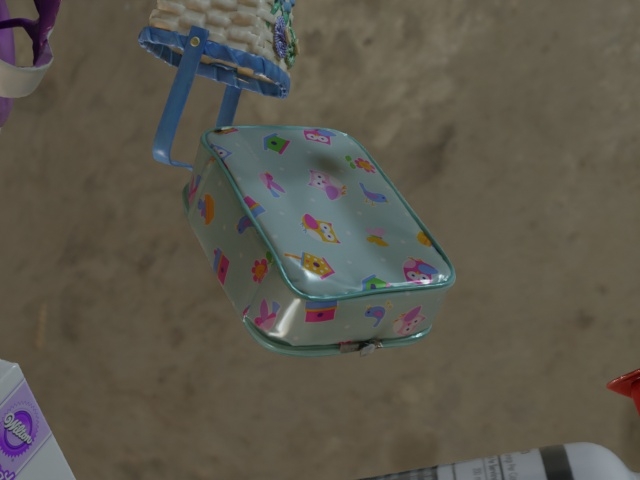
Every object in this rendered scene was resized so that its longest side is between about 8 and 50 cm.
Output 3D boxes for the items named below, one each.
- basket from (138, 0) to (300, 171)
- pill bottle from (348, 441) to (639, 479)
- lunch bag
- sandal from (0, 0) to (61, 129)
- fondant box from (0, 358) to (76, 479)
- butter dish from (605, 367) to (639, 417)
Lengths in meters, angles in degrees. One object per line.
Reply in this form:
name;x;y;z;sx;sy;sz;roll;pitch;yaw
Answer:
basket;-0.144;-0.231;2.009;0.201;0.255;0.289;20;92;9
pill bottle;0.079;0.186;0.713;0.283;0.161;0.161;-10;87;5
lunch bag;0.000;0.000;1.518;0.224;0.108;0.279;-2;43;-34
sandal;-0.212;-0.161;0.976;0.102;0.416;0.169;-1;80;-6
fondant box;-0.344;0.283;1.236;0.330;0.096;0.238;-52;140;-37
butter dish;0.409;0.183;1.556;0.160;0.160;0.118;19;55;-37
